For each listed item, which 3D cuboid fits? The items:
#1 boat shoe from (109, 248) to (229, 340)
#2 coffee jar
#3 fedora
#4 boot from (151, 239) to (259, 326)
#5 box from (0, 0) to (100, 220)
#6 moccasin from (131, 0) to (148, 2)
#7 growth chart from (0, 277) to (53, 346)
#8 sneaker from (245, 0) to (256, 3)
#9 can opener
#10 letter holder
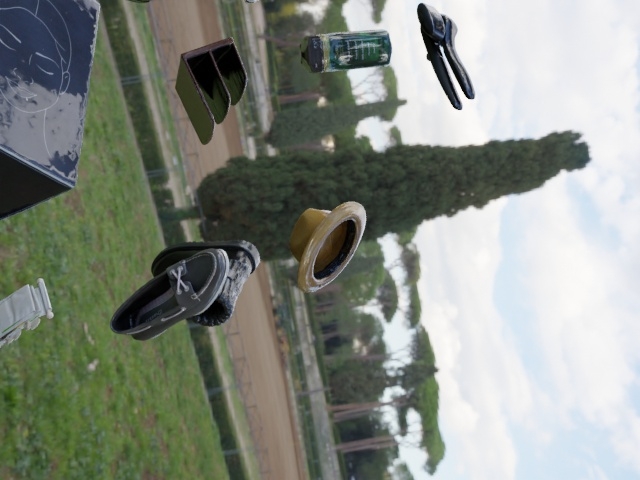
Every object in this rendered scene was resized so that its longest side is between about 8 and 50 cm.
[{"bbox_3d":[-0.328,0.124,1.443,0.095,0.335,0.112,8,53,-50],"label":"boat shoe"},{"bbox_3d":[0.051,-0.397,1.412,0.096,0.184,0.079,-131,-146,-68],"label":"coffee jar"},{"bbox_3d":[0.000,0.000,1.196,0.079,0.194,0.194,35,-25,24],"label":"fedora"},{"bbox_3d":[-0.346,0.116,1.776,0.131,0.347,0.260,65,28,-27],"label":"boot"},{"bbox_3d":[-0.695,-0.352,1.225,0.480,0.297,0.472,36,45,-50],"label":"box"},{"bbox_3d":[-0.549,-0.813,2.018,0.380,0.139,0.147,6,-90,65],"label":"moccasin"},{"bbox_3d":[-0.740,0.187,1.590,0.021,0.237,0.172,59,1,-45],"label":"growth chart"},{"bbox_3d":[-0.152,-0.605,1.638,0.040,0.043,0.109,63,36,-16],"label":"sneaker"},{"bbox_3d":[0.187,-0.275,1.020,0.059,0.073,0.186,-41,-124,48],"label":"can opener"},{"bbox_3d":[-0.301,-0.414,1.942,0.215,0.152,0.302,67,-15,-2],"label":"letter holder"}]
